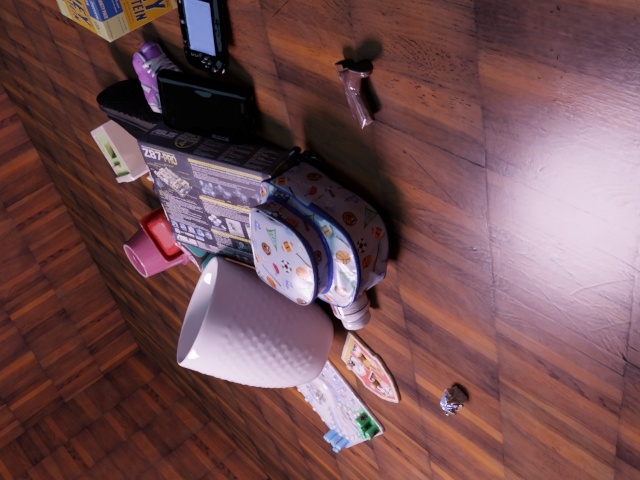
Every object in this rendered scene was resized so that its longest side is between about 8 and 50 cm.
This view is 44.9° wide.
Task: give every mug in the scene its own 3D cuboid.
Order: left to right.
[{"bbox_3d":[-0.154,0.197,1.938,0.328,0.276,0.374,20,-156,-17],"label":"mug"}]

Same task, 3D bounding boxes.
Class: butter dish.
[{"bbox_3d":[-0.430,-0.041,2.329,0.118,0.160,0.160,-26,99,42],"label":"butter dish"}]

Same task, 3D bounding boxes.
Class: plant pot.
[{"bbox_3d":[-0.524,0.018,2.502,0.201,0.180,0.201,41,154,25],"label":"plant pot"}]

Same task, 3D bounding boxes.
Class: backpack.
[{"bbox_3d":[0.000,0.000,1.499,0.263,0.213,0.276,24,141,29],"label":"backpack"}]

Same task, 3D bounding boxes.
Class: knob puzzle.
[{"bbox_3d":[0.121,0.332,1.918,0.213,0.030,0.213,41,153,26],"label":"knob puzzle"}]

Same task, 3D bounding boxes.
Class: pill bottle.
[{"bbox_3d":[0.057,0.116,1.676,0.086,0.086,0.152,22,141,50],"label":"pill bottle"}]

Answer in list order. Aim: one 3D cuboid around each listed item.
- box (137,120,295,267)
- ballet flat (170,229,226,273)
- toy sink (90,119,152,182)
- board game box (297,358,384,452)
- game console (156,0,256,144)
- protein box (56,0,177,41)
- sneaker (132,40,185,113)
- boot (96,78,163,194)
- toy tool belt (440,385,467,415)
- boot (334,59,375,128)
[{"bbox_3d":[-0.209,-0.088,1.769,0.395,0.097,0.318,16,140,32],"label":"box"},{"bbox_3d":[-0.316,0.037,2.049,0.079,0.077,0.221,16,150,55],"label":"ballet flat"},{"bbox_3d":[-0.539,-0.247,2.234,0.234,0.131,0.153,60,156,-16],"label":"toy sink"},{"bbox_3d":[-0.007,0.445,2.282,0.390,0.050,0.390,51,156,8],"label":"board game box"},{"bbox_3d":[-0.241,-0.361,1.555,0.213,0.044,0.361,15,134,17],"label":"game console"},{"bbox_3d":[-0.407,-0.522,1.534,0.201,0.200,0.136,34,150,37],"label":"protein box"},{"bbox_3d":[-0.358,-0.376,1.770,0.282,0.102,0.161,15,133,55],"label":"sneaker"},{"bbox_3d":[-0.444,-0.259,2.042,0.348,0.131,0.260,33,149,38],"label":"boot"},{"bbox_3d":[0.271,0.342,1.626,0.052,0.051,0.083,44,155,22],"label":"toy tool belt"},{"bbox_3d":[0.070,-0.232,1.247,0.106,0.037,0.114,38,151,61],"label":"boot"}]
